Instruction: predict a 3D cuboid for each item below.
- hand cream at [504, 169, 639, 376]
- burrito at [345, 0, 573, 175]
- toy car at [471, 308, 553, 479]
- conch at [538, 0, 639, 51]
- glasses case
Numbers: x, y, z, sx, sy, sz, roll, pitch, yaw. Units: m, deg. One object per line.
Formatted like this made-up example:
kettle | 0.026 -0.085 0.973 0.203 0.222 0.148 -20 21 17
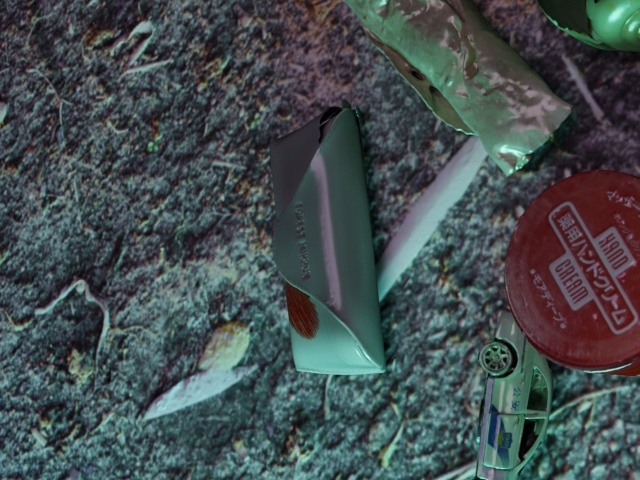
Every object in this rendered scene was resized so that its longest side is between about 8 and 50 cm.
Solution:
hand cream | 0.282 0.034 1.248 0.193 0.125 0.193 -5 81 35
burrito | 0.120 -0.222 1.436 0.117 0.076 0.392 -51 58 21
toy car | 0.188 0.180 1.319 0.076 0.090 0.224 7 85 10
conch | 0.270 -0.277 1.294 0.143 0.137 0.250 -49 58 21
glasses case | -0.002 0.001 1.489 0.128 0.083 0.308 -16 74 33
